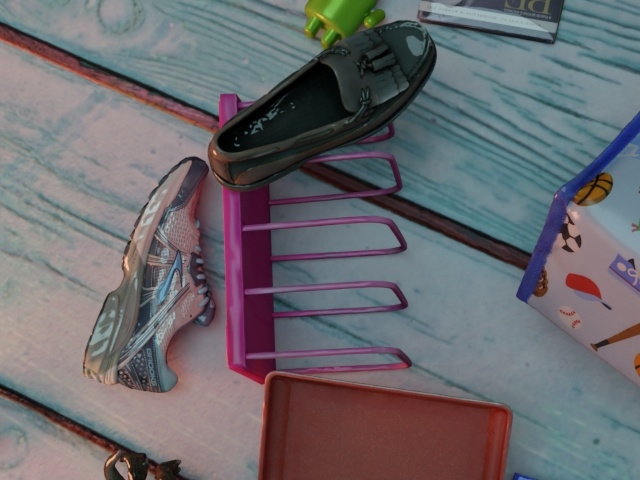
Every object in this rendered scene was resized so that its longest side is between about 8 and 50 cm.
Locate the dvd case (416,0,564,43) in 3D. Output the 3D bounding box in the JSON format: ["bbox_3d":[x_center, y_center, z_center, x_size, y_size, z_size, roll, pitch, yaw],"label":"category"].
[{"bbox_3d":[0.218,-0.350,1.609,0.164,0.018,0.221,12,82,13],"label":"dvd case"}]

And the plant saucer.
[{"bbox_3d":[0.063,0.266,1.458,0.259,0.048,0.259,8,108,8],"label":"plant saucer"}]

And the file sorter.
[{"bbox_3d":[0.000,0.000,1.495,0.182,0.202,0.291,-4,79,7],"label":"file sorter"}]

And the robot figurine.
[{"bbox_3d":[0.027,-0.282,1.608,0.101,0.067,0.115,36,87,5],"label":"robot figurine"}]

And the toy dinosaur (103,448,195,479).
[{"bbox_3d":[-0.162,0.320,1.464,0.121,0.314,0.160,-13,51,-18],"label":"toy dinosaur"}]

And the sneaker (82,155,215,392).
[{"bbox_3d":[-0.172,0.043,1.583,0.122,0.110,0.283,21,86,-4],"label":"sneaker"}]

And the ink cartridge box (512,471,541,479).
[{"bbox_3d":[0.293,0.326,1.453,0.207,0.046,0.097,16,82,14],"label":"ink cartridge box"}]

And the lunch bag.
[{"bbox_3d":[0.449,-0.019,1.380,0.328,0.239,0.385,40,59,18],"label":"lunch bag"}]

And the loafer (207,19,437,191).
[{"bbox_3d":[0.005,-0.140,1.378,0.267,0.084,0.096,-34,77,-4],"label":"loafer"}]
